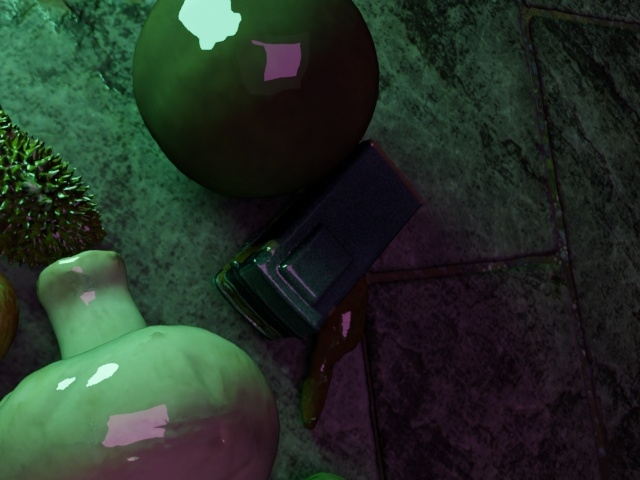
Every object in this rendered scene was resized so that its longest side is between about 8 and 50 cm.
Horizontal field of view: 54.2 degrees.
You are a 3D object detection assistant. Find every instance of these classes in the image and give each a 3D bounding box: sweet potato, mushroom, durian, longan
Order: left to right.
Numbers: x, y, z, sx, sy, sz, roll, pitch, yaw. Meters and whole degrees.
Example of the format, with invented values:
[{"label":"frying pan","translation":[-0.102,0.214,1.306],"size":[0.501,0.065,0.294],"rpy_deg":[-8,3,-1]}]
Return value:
[{"label":"durian","translation":[-0.347,-0.057,0.714],"size":[0.137,0.095,0.221],"rpy_deg":[-47,113,-29]},{"label":"mushroom","translation":[-0.194,0.192,0.650],"size":[0.314,0.315,0.357],"rpy_deg":[-6,96,-28]},{"label":"longan","translation":[-0.074,-0.206,0.795],"size":[0.318,0.319,0.319],"rpy_deg":[5,79,-26]},{"label":"sweet potato","translation":[0.022,0.137,0.900],"size":[0.074,0.074,0.270],"rpy_deg":[25,74,-22]}]

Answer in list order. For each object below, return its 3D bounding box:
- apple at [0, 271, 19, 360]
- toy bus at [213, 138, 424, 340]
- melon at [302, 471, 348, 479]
[{"label":"apple","translation":[-0.396,0.084,0.655],"size":[0.146,0.146,0.131],"rpy_deg":[18,93,-24]},{"label":"toy bus","translation":[0.000,0.000,0.860],"size":[0.138,0.167,0.275],"rpy_deg":[49,64,-12]},{"label":"melon","translation":[0.024,0.388,0.831],"size":[0.114,0.114,0.168],"rpy_deg":[-32,95,-28]}]
